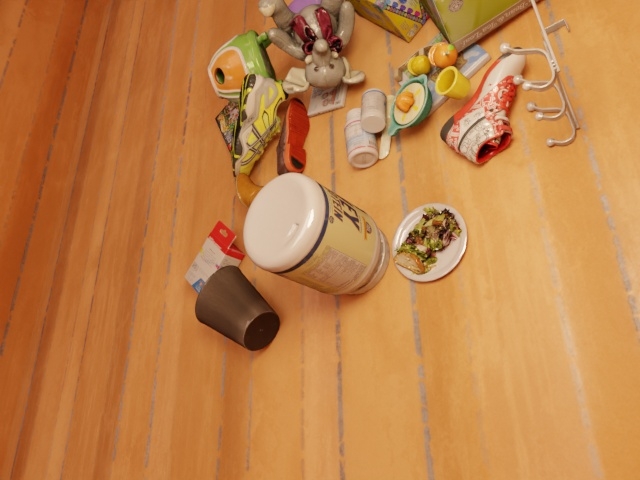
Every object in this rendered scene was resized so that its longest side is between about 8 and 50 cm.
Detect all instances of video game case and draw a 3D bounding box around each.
[{"bbox_3d":[0.322,-0.467,1.368,0.212,0.023,0.193,-42,50,19],"label":"video game case"},{"bbox_3d":[0.028,-0.485,1.635,0.143,0.019,0.157,-5,68,39],"label":"video game case"}]

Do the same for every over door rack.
[{"bbox_3d":[0.461,-0.389,1.067,0.108,0.239,0.324,-8,67,33],"label":"over door rack"}]

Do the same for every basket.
[{"bbox_3d":[-0.236,0.211,1.475,0.227,0.154,0.204,31,94,41],"label":"basket"}]

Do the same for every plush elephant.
[{"bbox_3d":[-0.006,-0.567,1.492,0.272,0.330,0.255,-17,63,1],"label":"plush elephant"}]

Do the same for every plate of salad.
[{"bbox_3d":[0.252,-0.001,1.208,0.200,0.048,0.199,-19,60,35],"label":"plate of salad"}]

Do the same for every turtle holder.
[{"bbox_3d":[-0.255,-0.590,1.740,0.227,0.243,0.320,-18,37,6],"label":"turtle holder"}]

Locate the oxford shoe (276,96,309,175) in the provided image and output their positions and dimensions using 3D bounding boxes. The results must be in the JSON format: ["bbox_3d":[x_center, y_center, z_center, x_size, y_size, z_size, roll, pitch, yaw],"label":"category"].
[{"bbox_3d":[-0.103,-0.338,1.636,0.098,0.097,0.271,-15,62,44],"label":"oxford shoe"}]

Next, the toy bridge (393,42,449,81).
[{"bbox_3d":[0.281,-0.499,1.383,0.188,0.026,0.063,-14,60,37],"label":"toy bridge"}]

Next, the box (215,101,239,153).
[{"bbox_3d":[-0.304,-0.441,1.888,0.159,0.044,0.233,-43,49,18],"label":"box"}]

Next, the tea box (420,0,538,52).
[{"bbox_3d":[0.377,-0.693,1.184,0.329,0.323,0.220,-30,53,15],"label":"tea box"}]

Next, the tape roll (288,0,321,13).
[{"bbox_3d":[-0.025,-0.702,1.659,0.189,0.189,0.080,-16,61,36],"label":"tape roll"}]

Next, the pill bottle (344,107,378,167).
[{"bbox_3d":[0.113,-0.292,1.430,0.087,0.087,0.160,-24,57,32],"label":"pill bottle"}]

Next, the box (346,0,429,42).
[{"bbox_3d":[0.228,-0.792,1.489,0.279,0.177,0.290,-50,47,11],"label":"box"}]

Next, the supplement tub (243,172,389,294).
[{"bbox_3d":[0.000,0.000,1.233,0.235,0.325,0.235,-18,61,35],"label":"supplement tub"}]

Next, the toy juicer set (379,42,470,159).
[{"bbox_3d":[0.230,-0.384,1.320,0.329,0.089,0.209,-35,50,47],"label":"toy juicer set"}]

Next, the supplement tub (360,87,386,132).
[{"bbox_3d":[0.145,-0.356,1.383,0.071,0.071,0.107,-19,52,34],"label":"supplement tub"}]

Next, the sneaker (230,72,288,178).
[{"bbox_3d":[-0.209,-0.351,1.663,0.145,0.147,0.384,-106,29,-42],"label":"sneaker"}]

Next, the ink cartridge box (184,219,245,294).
[{"bbox_3d":[-0.341,0.065,1.674,0.134,0.078,0.231,37,97,43],"label":"ink cartridge box"}]

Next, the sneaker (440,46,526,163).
[{"bbox_3d":[0.415,-0.304,1.173,0.270,0.090,0.145,-50,48,17],"label":"sneaker"}]

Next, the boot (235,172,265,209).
[{"bbox_3d":[-0.147,-0.147,1.596,0.211,0.104,0.295,-33,58,19],"label":"boot"}]
